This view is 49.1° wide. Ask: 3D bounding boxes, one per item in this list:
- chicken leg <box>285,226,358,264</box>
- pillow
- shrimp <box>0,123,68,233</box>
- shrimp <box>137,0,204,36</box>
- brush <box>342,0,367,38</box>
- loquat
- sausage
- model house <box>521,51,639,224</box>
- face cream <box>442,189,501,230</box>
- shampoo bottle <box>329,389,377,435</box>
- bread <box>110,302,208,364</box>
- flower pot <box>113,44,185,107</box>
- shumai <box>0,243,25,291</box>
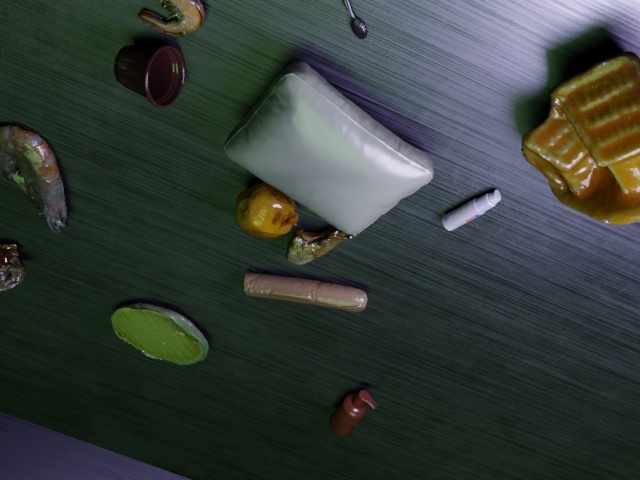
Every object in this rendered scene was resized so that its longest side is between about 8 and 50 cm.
[{"bbox_3d":[0.000,0.000,1.495,0.178,0.070,0.093,-15,151,24],"label":"chicken leg"},{"bbox_3d":[0.013,-0.150,1.254,0.322,0.120,0.255,33,138,-17],"label":"pillow"},{"bbox_3d":[-0.657,-0.132,1.580,0.164,0.062,0.317,12,139,12],"label":"shrimp"},{"bbox_3d":[-0.270,-0.397,1.122,0.178,0.034,0.124,36,145,-31],"label":"shrimp"},{"bbox_3d":[0.051,-0.345,1.083,0.024,0.008,0.083,-4,139,29],"label":"brush"},{"bbox_3d":[-0.108,-0.059,1.426,0.137,0.113,0.137,-7,149,-4],"label":"loquat"},{"bbox_3d":[-0.037,0.123,1.668,0.301,0.066,0.066,6,142,11],"label":"sausage"},{"bbox_3d":[0.425,-0.151,1.054,0.268,0.174,0.239,-25,128,38],"label":"model house"},{"bbox_3d":[0.290,-0.059,1.337,0.034,0.034,0.130,33,139,-21],"label":"face cream"},{"bbox_3d":[0.096,0.508,2.089,0.085,0.086,0.244,21,144,-6],"label":"shampoo bottle"},{"bbox_3d":[-0.467,0.271,2.032,0.301,0.045,0.301,12,141,9],"label":"bread"},{"bbox_3d":[-0.303,-0.292,1.215,0.089,0.111,0.111,17,145,20],"label":"flower pot"},{"bbox_3d":[-0.864,0.064,1.862,0.139,0.123,0.105,10,134,30],"label":"shumai"}]
